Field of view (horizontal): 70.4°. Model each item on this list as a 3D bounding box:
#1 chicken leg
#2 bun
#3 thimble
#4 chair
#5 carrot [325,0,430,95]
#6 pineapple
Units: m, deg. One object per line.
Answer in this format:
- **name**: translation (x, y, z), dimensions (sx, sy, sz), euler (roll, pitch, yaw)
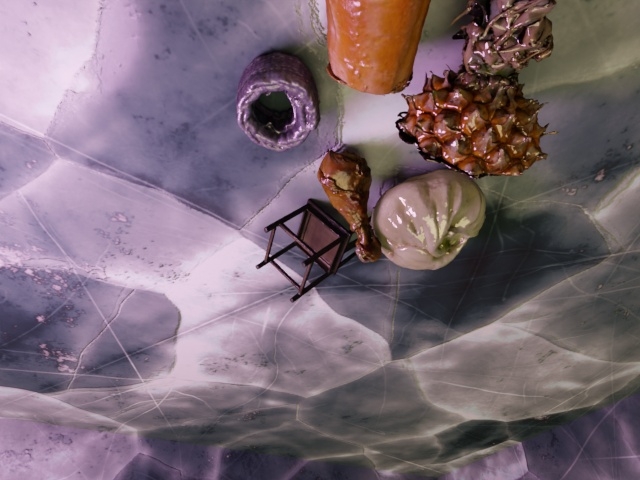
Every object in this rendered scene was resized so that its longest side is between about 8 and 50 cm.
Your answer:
- **chicken leg**: translation (0.069, -0.069, 0.933), dimensions (0.107, 0.087, 0.252), euler (-21, 108, -7)
- **bun**: translation (0.234, -0.033, 0.982), dimensions (0.259, 0.160, 0.259), euler (-6, 134, -6)
- **thimble**: translation (-0.073, -0.240, 0.788), dimensions (0.149, 0.098, 0.150), euler (-1, 138, -1)
- **chair**: translation (0.000, 0.000, 1.036), dimensions (0.260, 0.141, 0.155), euler (-33, 155, -38)
- **carrot**: translation (0.070, -0.353, 0.639), dimensions (0.195, 0.196, 0.254), euler (0, 147, -4)
- **pineapple**: translation (0.267, -0.270, 0.680), dimensions (0.262, 0.263, 0.272), euler (4, 130, -8)
